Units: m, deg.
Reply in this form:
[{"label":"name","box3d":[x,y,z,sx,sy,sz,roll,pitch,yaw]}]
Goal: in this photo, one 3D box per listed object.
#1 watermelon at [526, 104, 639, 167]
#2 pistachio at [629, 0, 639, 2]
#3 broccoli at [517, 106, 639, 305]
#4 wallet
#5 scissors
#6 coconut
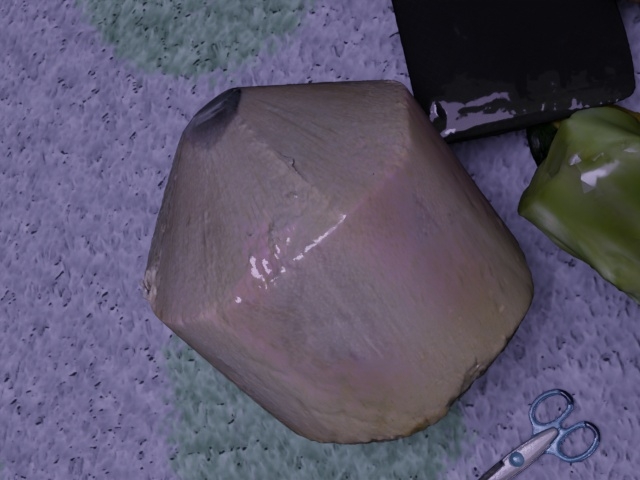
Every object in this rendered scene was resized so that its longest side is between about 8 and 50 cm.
[{"label":"watermelon","box3d":[0.231,-0.063,0.596,0.182,0.075,0.092,25,87,16]},{"label":"pistachio","box3d":[0.273,-0.298,0.567,0.213,0.163,0.260,6,96,1]},{"label":"broccoli","box3d":[0.314,0.093,0.466,0.275,0.397,0.353,-33,121,-24]},{"label":"wallet","box3d":[0.137,-0.197,0.630,0.169,0.052,0.245,-12,71,8]},{"label":"scissors","box3d":[0.158,0.169,0.624,0.119,0.014,0.058,-38,73,5]},{"label":"coconut","box3d":[0.000,0.000,0.557,0.239,0.239,0.244,-39,111,8]}]
